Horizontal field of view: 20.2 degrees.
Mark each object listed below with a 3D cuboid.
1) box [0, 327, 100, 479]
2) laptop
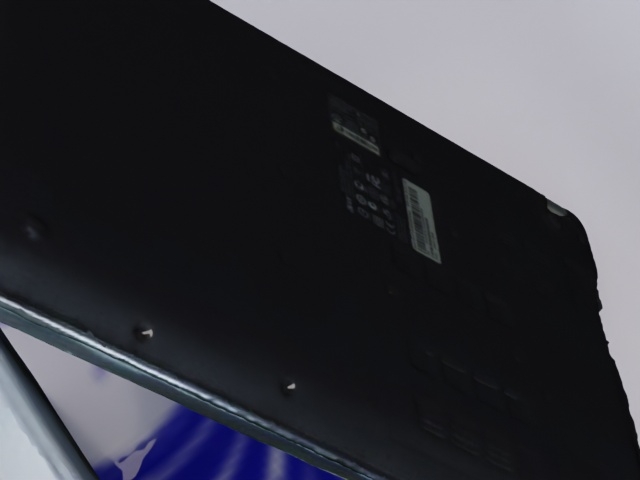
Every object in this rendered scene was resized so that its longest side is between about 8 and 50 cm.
[{"bbox_3d":[-0.033,0.123,0.355,0.067,0.155,0.243,-33,72,-7],"label":"box"},{"bbox_3d":[0.000,0.000,0.391,0.180,0.016,0.129,27,34,-26],"label":"laptop"}]
